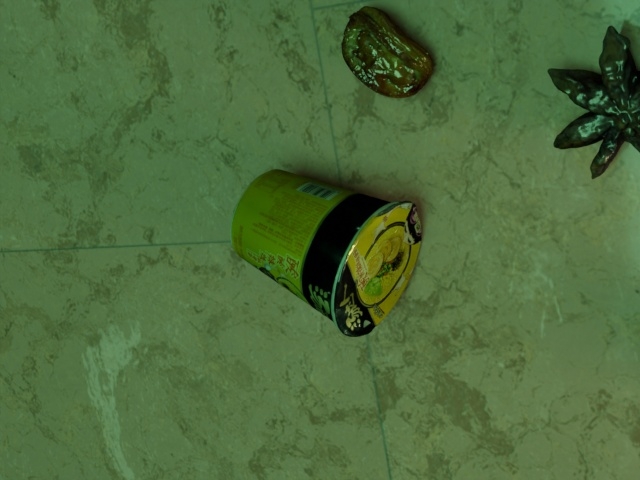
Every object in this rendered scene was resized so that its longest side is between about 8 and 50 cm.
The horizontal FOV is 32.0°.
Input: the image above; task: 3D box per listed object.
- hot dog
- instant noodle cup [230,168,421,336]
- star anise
[{"bbox_3d":[0.090,-0.267,1.580,0.147,0.065,0.099,45,132,8],"label":"hot dog"},{"bbox_3d":[0.000,0.000,1.648,0.236,0.215,0.215,26,117,29],"label":"instant noodle cup"},{"bbox_3d":[0.391,-0.178,1.428,0.212,0.073,0.197,-4,106,29],"label":"star anise"}]
